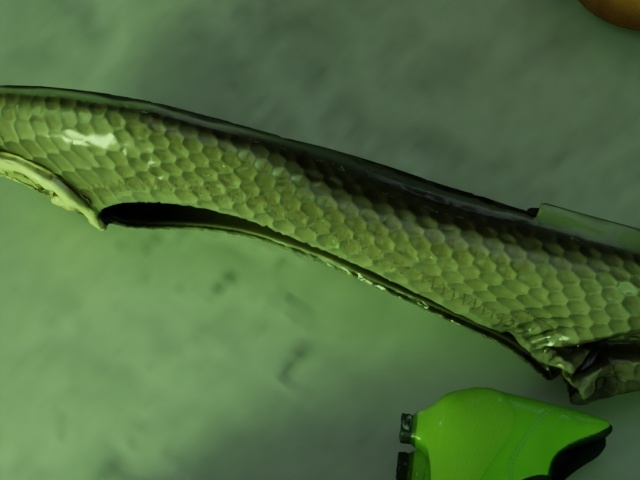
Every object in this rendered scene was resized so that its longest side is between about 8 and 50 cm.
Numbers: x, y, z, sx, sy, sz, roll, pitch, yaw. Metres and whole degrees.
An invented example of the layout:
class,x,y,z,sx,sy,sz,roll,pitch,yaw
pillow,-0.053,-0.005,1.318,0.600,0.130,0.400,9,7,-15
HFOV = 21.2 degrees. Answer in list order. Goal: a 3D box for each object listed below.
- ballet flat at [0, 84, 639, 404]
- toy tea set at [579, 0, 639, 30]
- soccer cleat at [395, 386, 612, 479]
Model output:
class,x,y,z,sx,sy,sz,roll,pitch,yaw
ballet flat,0.000,0.000,0.544,0.250,0.084,0.058,15,91,6
toy tea set,0.061,-0.230,0.614,0.336,0.124,0.200,41,73,20
soccer cleat,0.054,0.125,0.486,0.072,0.060,0.179,4,62,3
